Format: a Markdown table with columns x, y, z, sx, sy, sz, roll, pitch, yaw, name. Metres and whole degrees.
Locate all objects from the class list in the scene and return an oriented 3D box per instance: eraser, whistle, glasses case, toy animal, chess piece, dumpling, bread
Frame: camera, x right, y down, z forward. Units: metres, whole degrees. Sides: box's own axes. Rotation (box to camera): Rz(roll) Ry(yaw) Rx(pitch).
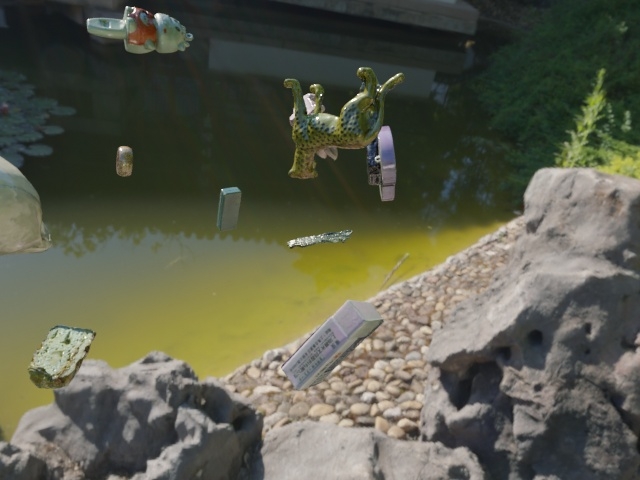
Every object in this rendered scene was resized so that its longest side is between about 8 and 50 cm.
| x | y | z | sx | sy | sz | roll | pitch | yaw | name |
| --- | --- | --- | --- | --- | --- | --- | --- | --- | --- |
| 0.032 | 0.282 | 1.468 | 0.086 | 0.287 | 0.130 | 52 | 20 | 26 | eraser |
| -0.441 | -0.519 | 1.342 | 0.253 | 0.106 | 0.102 | -3 | 32 | -25 | whistle |
| -0.370 | -0.126 | 2.189 | 0.078 | 0.184 | 0.039 | -13 | 43 | -34 | glasses case |
| 0.029 | -0.157 | 0.747 | 0.181 | 0.136 | 0.073 | 1 | 2 | 33 | toy animal |
| -0.547 | -0.221 | 1.513 | 0.038 | 0.084 | 0.084 | 3 | 33 | -25 | chess piece |
| -0.003 | -0.357 | 1.715 | 0.124 | 0.212 | 0.124 | -16 | 51 | 21 | toy animal |
| -0.630 | -0.098 | 0.968 | 0.260 | 0.181 | 0.341 | 47 | 19 | 15 | dumpling |
| -0.740 | 0.331 | 1.544 | 0.128 | 0.088 | 0.232 | 22 | 27 | -12 | bread |

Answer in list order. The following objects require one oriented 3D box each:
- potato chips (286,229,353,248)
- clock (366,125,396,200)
| x | y | z | sx | sy | sz | roll | pitch | yaw | name |
| --- | --- | --- | --- | --- | --- | --- | --- | --- | --- |
| 0.000 | 0.001 | 1.648 | 0.207 | 0.028 | 0.092 | -7 | 17 | -1 | potato chips |
| 0.141 | -0.194 | 1.298 | 0.064 | 0.198 | 0.172 | -6 | 70 | 3 | clock |
